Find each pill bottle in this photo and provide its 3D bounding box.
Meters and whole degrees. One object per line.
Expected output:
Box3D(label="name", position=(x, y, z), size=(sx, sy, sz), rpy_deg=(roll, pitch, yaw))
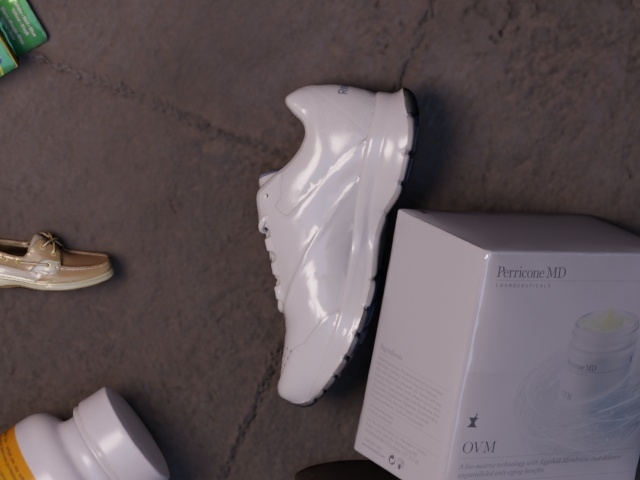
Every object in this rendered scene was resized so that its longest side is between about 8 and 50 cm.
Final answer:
Box3D(label="pill bottle", position=(-0.260, 0.239, 1.636), size=(0.246, 0.136, 0.136), rpy_deg=(-35, 105, 2))

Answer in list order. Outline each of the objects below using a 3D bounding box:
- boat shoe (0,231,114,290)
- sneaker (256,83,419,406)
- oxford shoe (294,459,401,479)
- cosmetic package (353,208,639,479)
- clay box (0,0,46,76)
Box3D(label="boat shoe", position=(-0.249, 0.016, 1.628), size=(0.135, 0.050, 0.045), rpy_deg=(-1, 109, -7))
Box3D(label="sneaker", position=(0.000, 0.000, 1.642), size=(0.129, 0.111, 0.297), rpy_deg=(13, 96, 3))
Box3D(label="oxford shoe", position=(0.076, 0.250, 1.715), size=(0.212, 0.076, 0.076), rpy_deg=(8, 107, -12))
Box3D(label="cosmetic package", position=(0.173, 0.097, 1.617), size=(0.224, 0.138, 0.224), rpy_deg=(1, 104, -34))
Box3D(label="clay box", position=(-0.356, -0.165, 1.568), size=(0.222, 0.053, 0.127), rpy_deg=(-30, 106, 1))
